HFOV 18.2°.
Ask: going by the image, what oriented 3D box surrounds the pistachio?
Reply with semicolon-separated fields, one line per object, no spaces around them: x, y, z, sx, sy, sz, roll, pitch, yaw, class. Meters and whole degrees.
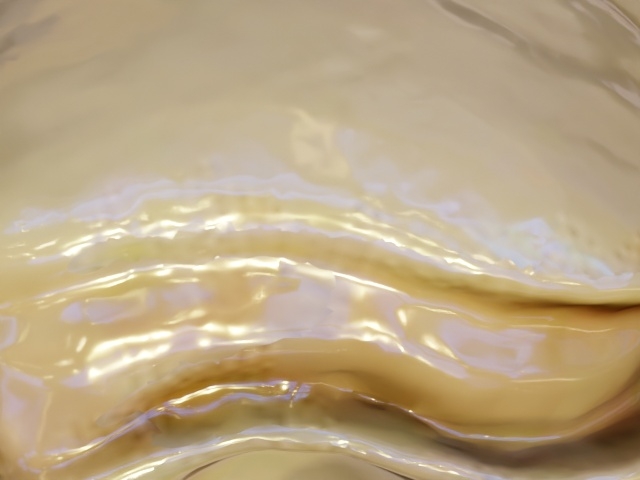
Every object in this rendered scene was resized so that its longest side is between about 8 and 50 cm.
0.000;0.000;0.800;0.445;0.365;0.281;-10;112;-31;pistachio
